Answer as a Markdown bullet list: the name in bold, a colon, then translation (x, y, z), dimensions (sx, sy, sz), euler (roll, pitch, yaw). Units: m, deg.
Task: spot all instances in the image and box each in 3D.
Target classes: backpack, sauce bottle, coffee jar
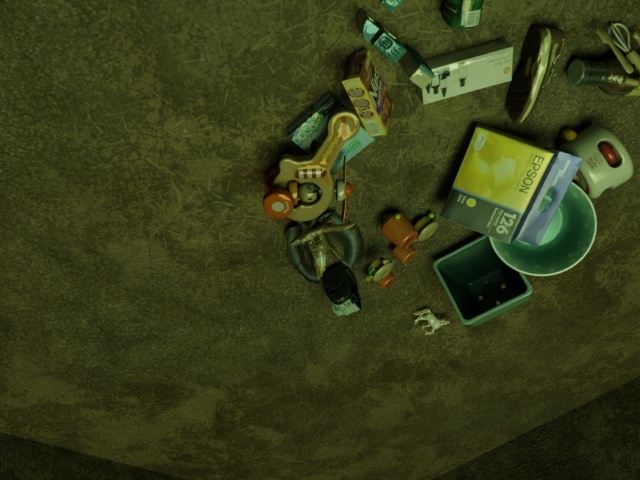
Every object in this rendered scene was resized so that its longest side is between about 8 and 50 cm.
- **backpack**: translation (0.075, 0.183, 1.891), dimensions (0.115, 0.151, 0.182), euler (-17, 148, 10)
- **sauce bottle**: translation (0.837, -0.446, 1.484), dimensions (0.345, 0.111, 0.111), euler (-2, 134, -14)
- **coffee jar**: translation (0.327, -0.580, 1.234), dimensions (0.079, 0.096, 0.184), euler (-10, 134, -9)

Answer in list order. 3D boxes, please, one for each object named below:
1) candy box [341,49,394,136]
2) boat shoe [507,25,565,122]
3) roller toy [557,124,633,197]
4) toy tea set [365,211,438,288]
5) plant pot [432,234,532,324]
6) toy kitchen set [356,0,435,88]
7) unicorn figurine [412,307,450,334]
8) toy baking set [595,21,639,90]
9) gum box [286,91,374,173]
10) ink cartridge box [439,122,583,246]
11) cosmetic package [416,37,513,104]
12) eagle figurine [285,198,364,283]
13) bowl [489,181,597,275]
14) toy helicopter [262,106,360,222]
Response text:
- **candy box**: translation (0.122, -0.364, 1.375), dimensions (0.053, 0.109, 0.186), euler (-4, 143, 31)
- **boat shoe**: translation (0.576, -0.430, 1.448), dimensions (0.095, 0.095, 0.257), euler (-9, 135, -15)
- **roller toy**: translation (0.801, -0.230, 1.622), dimensions (0.146, 0.191, 0.209), euler (-32, 127, 10)
- **toy tea set**: translation (0.228, 0.023, 1.809), dimensions (0.200, 0.124, 0.336), euler (-9, 140, -50)
- **plant pot**: translation (0.579, 0.156, 1.920), dimensions (0.247, 0.247, 0.252), euler (-30, 152, 14)
- **toy kitchen set**: translation (0.209, -0.490, 1.272), dimensions (0.207, 0.122, 0.166), euler (25, 123, -33)
- **unicorn figurine**: translation (0.438, 0.319, 2.159), dimensions (0.111, 0.060, 0.162), euler (-32, 133, 17)
- **toy baking set**: translation (0.815, -0.470, 1.415), dimensions (0.256, 0.196, 0.030), euler (0, 163, -18)
- **gum box**: translation (0.028, -0.286, 1.481), dimensions (0.157, 0.041, 0.184), euler (-37, 132, 22)
- **ink cartridge box**: translation (0.544, -0.148, 1.598), dimensions (0.307, 0.072, 0.303), euler (22, 121, 12)
- **cosmetic package**: translation (0.368, -0.433, 1.412), dimensions (0.239, 0.060, 0.099), euler (-16, 136, 1)
- **eagle figurine**: translation (-0.003, 0.011, 1.693), dimensions (0.226, 0.225, 0.298), euler (24, 172, 16)
- **bowl**: translation (0.685, -0.054, 1.736), dimensions (0.312, 0.163, 0.311), euler (2, 98, 14)
- **toy helicopter**: translation (0.010, -0.187, 1.452), dimensions (0.235, 0.140, 0.355), euler (22, 124, -18)
